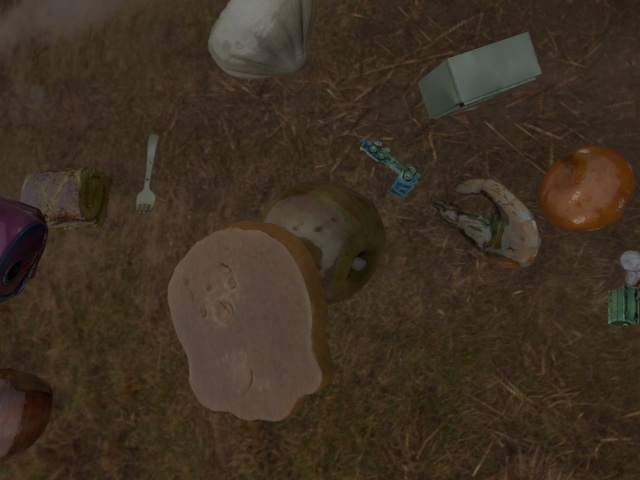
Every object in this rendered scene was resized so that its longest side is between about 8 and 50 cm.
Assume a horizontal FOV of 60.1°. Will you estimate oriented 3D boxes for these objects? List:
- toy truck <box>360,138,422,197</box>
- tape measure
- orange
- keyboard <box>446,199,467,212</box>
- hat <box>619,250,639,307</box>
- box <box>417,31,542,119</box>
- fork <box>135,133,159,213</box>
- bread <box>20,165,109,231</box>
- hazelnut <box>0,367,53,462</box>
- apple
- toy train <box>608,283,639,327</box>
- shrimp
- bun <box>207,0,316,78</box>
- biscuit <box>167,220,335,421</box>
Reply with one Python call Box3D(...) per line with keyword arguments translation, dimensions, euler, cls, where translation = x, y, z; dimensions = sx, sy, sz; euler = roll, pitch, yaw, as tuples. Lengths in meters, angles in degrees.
Box3D(translation=(0.169, -0.184, 1.415), dimensions=(0.175, 0.067, 0.081), euler=(38, 117, 2), cls="toy truck")
Box3D(translation=(-0.359, 0.017, 0.608), dimensions=(0.074, 0.118, 0.125), euler=(23, 111, -5), cls="tape measure")
Box3D(translation=(0.684, -0.129, 1.423), dimensions=(0.240, 0.171, 0.240), euler=(-49, 30, 41), cls="orange")
Box3D(translation=(0.414, -0.067, 1.579), dimensions=(0.129, 0.049, 0.015), euler=(42, 119, 10), cls="keyboard")
Box3D(translation=(0.753, 0.085, 1.298), dimensions=(0.112, 0.162, 0.093), euler=(-24, 45, 41), cls="hat")
Box3D(translation=(0.408, -0.419, 1.445), dimensions=(0.225, 0.225, 0.117), euler=(-169, 58, -81), cls="box")
Box3D(translation=(-0.326, -0.127, 1.046), dimensions=(0.028, 0.034, 0.219), euler=(91, 173, -51), cls="fork")
Box3D(translation=(-0.541, -0.088, 1.169), dimensions=(0.172, 0.103, 0.131), euler=(-2, 81, 24), cls="bread")
Box3D(translation=(-0.286, 0.156, 0.502), dimensions=(0.086, 0.086, 0.086), euler=(-3, 85, 42), cls="hazelnut")
Box3D(translation=(0.000, 0.000, 1.174), dimensions=(0.234, 0.257, 0.256), euler=(29, 106, 31), cls="apple")
Box3D(translation=(0.636, 0.139, 1.164), dimensions=(0.056, 0.038, 0.093), euler=(130, 156, -63), cls="toy train")
Box3D(translation=(0.272, -0.047, 0.955), dimensions=(0.254, 0.059, 0.145), euler=(47, 151, 44), cls="shrimp")
Box3D(translation=(-0.050, -0.228, 0.613), dimensions=(0.094, 0.138, 0.138), euler=(44, 122, -6), cls="bun")
Box3D(translation=(-0.134, 0.150, 1.025), dimensions=(0.385, 0.062, 0.364), euler=(-16, 88, 39), cls="biscuit")
